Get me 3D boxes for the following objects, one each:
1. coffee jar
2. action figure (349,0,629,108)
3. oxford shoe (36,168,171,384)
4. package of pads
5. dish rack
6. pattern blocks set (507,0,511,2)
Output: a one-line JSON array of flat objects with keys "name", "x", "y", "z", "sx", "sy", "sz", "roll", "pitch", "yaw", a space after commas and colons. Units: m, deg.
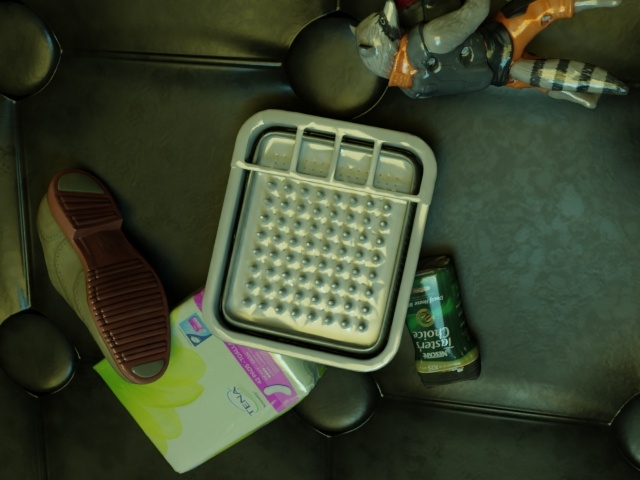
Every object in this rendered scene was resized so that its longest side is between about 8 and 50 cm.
[{"name": "coffee jar", "x": 0.167, "y": 0.120, "z": 1.568, "sx": 0.096, "sy": 0.079, "sz": 0.184, "roll": -14, "pitch": 104, "yaw": 18}, {"name": "action figure", "x": 0.201, "y": -0.259, "z": 1.317, "sx": 0.330, "sy": 0.178, "sz": 0.341, "roll": -3, "pitch": 153, "yaw": 0}, {"name": "oxford shoe", "x": -0.327, "y": 0.069, "z": 1.630, "sx": 0.130, "sy": 0.123, "sz": 0.348, "roll": -42, "pitch": 64, "yaw": 42}, {"name": "package of pads", "x": -0.164, "y": 0.198, "z": 1.669, "sx": 0.296, "sy": 0.101, "sz": 0.229, "roll": -34, "pitch": 96, "yaw": 23}, {"name": "dish rack", "x": 0.000, "y": 0.000, "z": 1.525, "sx": 0.286, "sy": 0.072, "sz": 0.332, "roll": 12, "pitch": 86, "yaw": 10}, {"name": "pattern blocks set", "x": 0.224, "y": -0.414, "z": 1.347, "sx": 0.325, "sy": 0.026, "sz": 0.285, "roll": -26, "pitch": 122, "yaw": 15}]
